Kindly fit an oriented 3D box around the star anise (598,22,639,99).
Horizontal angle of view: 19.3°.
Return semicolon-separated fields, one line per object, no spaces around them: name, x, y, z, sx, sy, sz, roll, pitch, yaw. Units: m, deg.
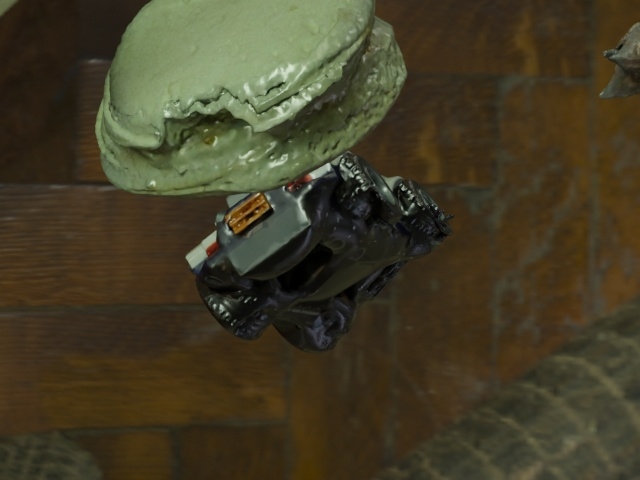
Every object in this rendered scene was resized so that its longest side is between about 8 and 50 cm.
star anise;0.344;-0.196;1.812;0.182;0.195;0.065;-38;82;-1

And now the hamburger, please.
hamburger;-0.033;-0.073;0.804;0.133;0.140;0.062;-56;135;-41

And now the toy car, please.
toy car;-0.001;-0.002;1.666;0.193;0.301;0.118;-37;70;13
